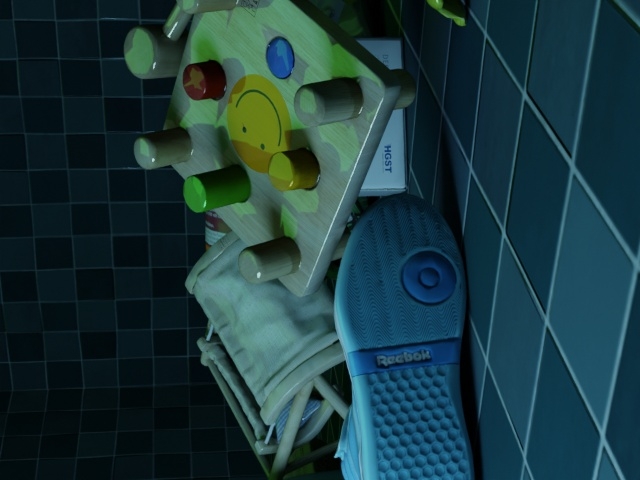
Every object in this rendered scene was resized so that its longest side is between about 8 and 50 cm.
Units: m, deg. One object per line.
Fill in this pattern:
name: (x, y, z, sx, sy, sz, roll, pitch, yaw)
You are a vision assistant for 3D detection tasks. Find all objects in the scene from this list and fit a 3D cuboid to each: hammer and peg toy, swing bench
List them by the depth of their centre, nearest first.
hammer and peg toy: (-0.084, -0.152, 1.128, 0.361, 0.127, 0.266, 46, 132, 28)
swing bench: (-0.058, 0.147, 1.557, 0.253, 0.165, 0.255, 55, 162, 37)

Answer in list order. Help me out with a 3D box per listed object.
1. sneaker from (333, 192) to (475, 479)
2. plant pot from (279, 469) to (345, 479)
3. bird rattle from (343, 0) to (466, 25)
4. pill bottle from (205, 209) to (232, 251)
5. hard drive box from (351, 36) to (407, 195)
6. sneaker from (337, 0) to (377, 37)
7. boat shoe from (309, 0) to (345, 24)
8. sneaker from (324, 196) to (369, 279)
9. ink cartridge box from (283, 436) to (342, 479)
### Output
sneaker: (0.067, 0.128, 1.133, 0.208, 0.127, 0.319, 111, 160, -75)
plant pot: (-0.034, 0.421, 1.478, 0.271, 0.255, 0.272, 179, 90, -84)
bird rattle: (0.092, -0.322, 1.048, 0.207, 0.143, 0.254, 119, 165, -54)
pill bottle: (-0.084, -0.143, 1.953, 0.224, 0.224, 0.392, -119, 28, -76)
hard drive box: (-0.021, -0.141, 1.364, 0.089, 0.232, 0.181, 150, 120, -83)
sneaker: (0.044, -0.250, 1.523, 0.115, 0.105, 0.281, 9, -106, -63)
boat shoe: (0.044, -0.309, 1.248, 0.367, 0.156, 0.136, -61, 5, 4)
sneaker: (0.000, 0.000, 1.648, 0.343, 0.134, 0.146, 99, 161, -73)
ink cartridge box: (-0.027, 0.440, 1.790, 0.193, 0.088, 0.235, -56, 17, 15)
